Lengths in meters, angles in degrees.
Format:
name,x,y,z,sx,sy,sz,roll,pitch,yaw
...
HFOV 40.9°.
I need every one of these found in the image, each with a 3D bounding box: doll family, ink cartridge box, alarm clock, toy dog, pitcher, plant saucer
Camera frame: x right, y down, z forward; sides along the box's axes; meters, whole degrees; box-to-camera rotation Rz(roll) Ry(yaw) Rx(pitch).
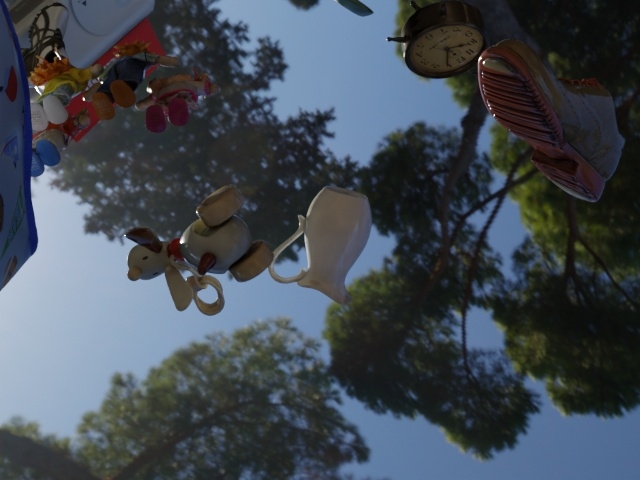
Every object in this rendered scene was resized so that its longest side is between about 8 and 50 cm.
name,x,y,z,sx,sy,sz,roll,pitch,yaw
doll family,-0.264,-0.189,1.051,0.262,0.118,0.163,-16,-153,6
ink cartridge box,-0.463,-0.405,1.803,0.091,0.385,0.308,33,-109,27
alarm clock,0.200,-0.300,1.314,0.129,0.192,0.064,-27,-126,35
toy dog,-0.239,0.038,1.525,0.333,0.220,0.161,-43,-176,43
pitcher,0.000,0.000,1.644,0.177,0.125,0.207,13,-78,-1
plant saucer,0.062,-0.523,1.887,0.021,0.119,0.119,-57,-135,20

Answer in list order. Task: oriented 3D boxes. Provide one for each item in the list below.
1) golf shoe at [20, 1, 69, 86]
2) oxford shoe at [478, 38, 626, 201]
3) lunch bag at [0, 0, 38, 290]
name,x,y,z,sx,sy,sz,roll,pitch,yaw
golf shoe,-0.487,-0.348,1.557,0.093,0.077,0.198,12,-119,11
oxford shoe,0.334,-0.191,1.213,0.123,0.348,0.130,34,-94,43
lunch bag,-0.418,-0.107,0.791,0.238,0.386,0.328,8,-155,-3
